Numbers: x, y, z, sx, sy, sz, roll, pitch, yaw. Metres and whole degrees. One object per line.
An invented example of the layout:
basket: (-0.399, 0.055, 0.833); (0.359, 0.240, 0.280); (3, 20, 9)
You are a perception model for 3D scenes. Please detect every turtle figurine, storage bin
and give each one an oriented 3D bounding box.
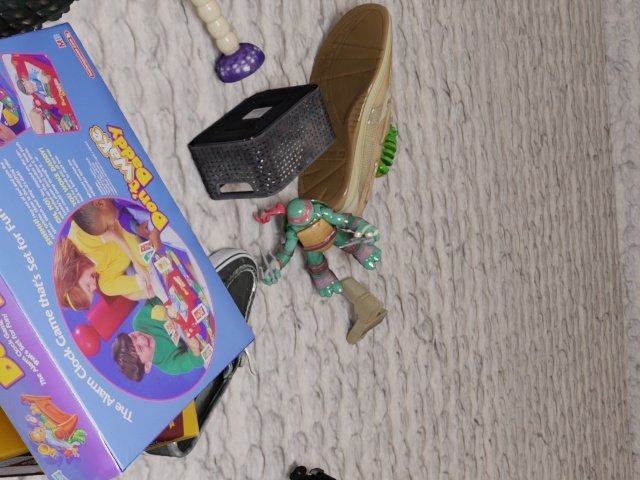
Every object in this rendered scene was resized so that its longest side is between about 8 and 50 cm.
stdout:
turtle figurine: (0.000, 0.000, 1.288); (0.234, 0.175, 0.118); (44, 28, -60)
storage bin: (-0.076, -0.135, 1.208); (0.180, 0.122, 0.084); (-48, 126, -43)

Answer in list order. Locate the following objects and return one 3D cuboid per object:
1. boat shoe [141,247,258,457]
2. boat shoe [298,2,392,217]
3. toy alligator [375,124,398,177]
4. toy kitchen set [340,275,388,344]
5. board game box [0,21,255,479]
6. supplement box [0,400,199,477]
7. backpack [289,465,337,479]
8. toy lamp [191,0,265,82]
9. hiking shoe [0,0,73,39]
boat shoe: (-0.138, 0.134, 1.131); (0.306, 0.105, 0.113); (-59, 134, -37)
boat shoe: (0.051, -0.199, 1.402); (0.110, 0.121, 0.341); (21, 82, -57)
toy alligator: (0.110, -0.171, 1.527); (0.056, 0.051, 0.190); (44, 55, -45)
toy kitchen set: (0.063, 0.111, 1.475); (0.068, 0.075, 0.083); (-25, 149, -48)
board game box: (-0.219, 0.000, 0.764); (0.347, 0.078, 0.233); (61, 30, -8)
supplement box: (-0.259, 0.149, 0.865); (0.194, 0.191, 0.129); (14, 59, -54)
backpack: (0.051, 0.490, 1.250); (0.213, 0.263, 0.277); (-44, 124, -45)
toy lamp: (-0.164, -0.327, 1.132); (0.275, 0.080, 0.080); (60, 45, -35)
hiking shoe: (-0.297, -0.319, 0.949); (0.132, 0.113, 0.304); (47, 54, -1)
